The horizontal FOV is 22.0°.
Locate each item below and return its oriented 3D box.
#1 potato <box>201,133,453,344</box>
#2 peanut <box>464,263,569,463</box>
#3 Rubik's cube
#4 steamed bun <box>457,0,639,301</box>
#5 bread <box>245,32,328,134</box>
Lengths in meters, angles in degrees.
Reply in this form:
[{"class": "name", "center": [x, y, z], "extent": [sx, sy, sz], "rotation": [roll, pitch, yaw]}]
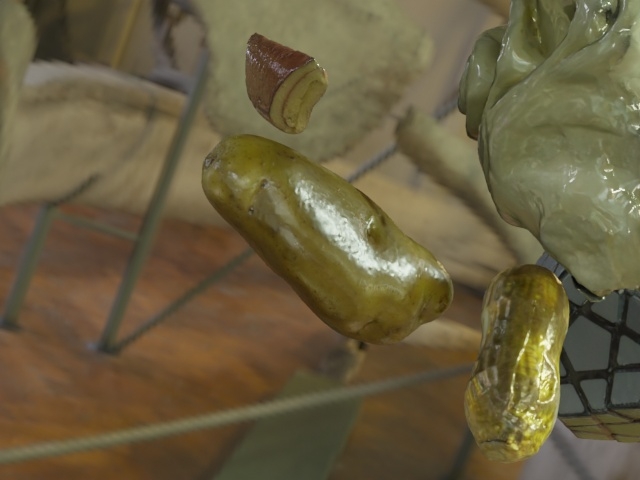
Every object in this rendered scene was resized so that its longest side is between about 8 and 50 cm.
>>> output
[{"class": "potato", "center": [0.000, 0.000, 1.968], "extent": [0.369, 0.176, 0.195], "rotation": [38, 47, -29]}, {"class": "peanut", "center": [0.180, 0.112, 1.507], "extent": [0.087, 0.087, 0.206], "rotation": [19, 55, -8]}, {"class": "Rubik's cube", "center": [0.382, 0.100, 1.983], "extent": [0.264, 0.319, 0.319], "rotation": [36, 11, -4]}, {"class": "steamed bun", "center": [0.246, -0.140, 1.544], "extent": [0.237, 0.394, 0.346], "rotation": [2, -20, 33]}, {"class": "bread", "center": [-0.052, -0.202, 2.176], "extent": [0.067, 0.119, 0.192], "rotation": [2, 13, -24]}]
